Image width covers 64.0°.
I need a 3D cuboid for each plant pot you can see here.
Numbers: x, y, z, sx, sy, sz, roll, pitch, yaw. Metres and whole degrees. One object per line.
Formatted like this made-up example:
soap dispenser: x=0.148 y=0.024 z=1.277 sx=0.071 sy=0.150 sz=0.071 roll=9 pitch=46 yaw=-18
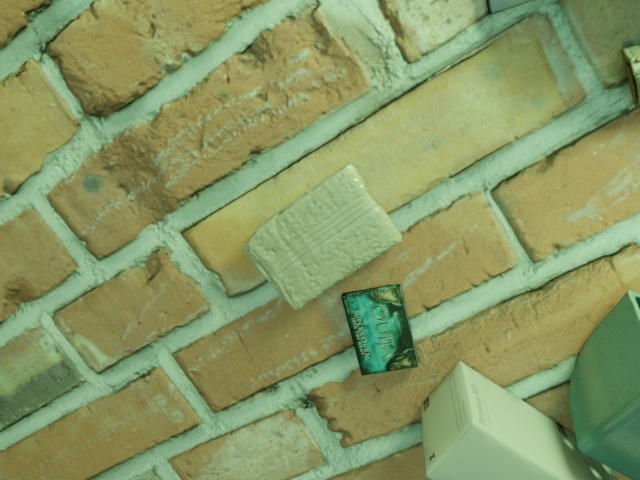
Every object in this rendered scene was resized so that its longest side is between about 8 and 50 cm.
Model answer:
plant pot: x=0.599 y=0.295 z=0.930 sx=0.247 sy=0.247 sz=0.252 roll=28 pitch=126 yaw=-1

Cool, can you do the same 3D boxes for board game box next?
board game box: x=0.126 y=0.187 z=1.067 sx=0.126 sy=0.026 sz=0.186 roll=-12 pitch=105 yaw=12

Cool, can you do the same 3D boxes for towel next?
towel: x=0.000 y=0.000 z=1.016 sx=0.282 sy=0.049 sz=0.187 roll=-34 pitch=101 yaw=16

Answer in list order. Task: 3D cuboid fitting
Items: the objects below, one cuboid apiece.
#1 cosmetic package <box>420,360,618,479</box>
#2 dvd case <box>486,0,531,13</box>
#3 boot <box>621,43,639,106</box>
cosmetic package: x=0.395 y=0.439 z=1.011 sx=0.385 sy=0.217 sz=0.156 roll=33 pitch=110 yaw=-5
dvd case: x=0.353 y=-0.467 z=0.757 sx=0.253 sy=0.022 sz=0.180 roll=0 pitch=111 yaw=45
boot: x=0.561 y=-0.325 z=0.795 sx=0.165 sy=0.077 sz=0.213 roll=-11 pitch=119 yaw=25
